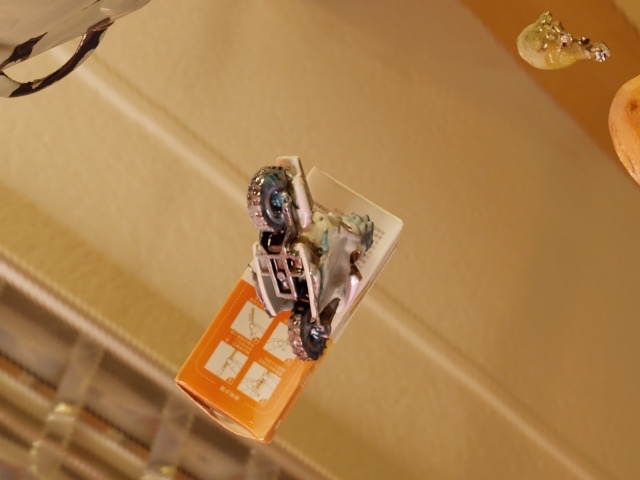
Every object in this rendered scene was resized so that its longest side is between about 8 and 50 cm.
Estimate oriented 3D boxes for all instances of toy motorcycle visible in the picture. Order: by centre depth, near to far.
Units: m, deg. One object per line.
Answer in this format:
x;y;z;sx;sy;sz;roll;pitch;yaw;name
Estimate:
-0.005;0.000;1.712;0.204;0.108;0.239;-42;-40;-47;toy motorcycle

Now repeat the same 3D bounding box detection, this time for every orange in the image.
0.567;-0.171;2.327;0.224;0.170;0.224;60;-179;-2;orange

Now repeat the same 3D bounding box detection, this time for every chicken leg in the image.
0.378;-0.306;2.234;0.070;0.178;0.093;-10;-72;-30;chicken leg

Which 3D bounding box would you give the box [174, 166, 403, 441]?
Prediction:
-0.040;0.097;1.909;0.143;0.225;0.341;31;-97;5;box

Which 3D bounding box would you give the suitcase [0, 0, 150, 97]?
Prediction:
-0.337;-0.318;1.625;0.351;0.339;0.194;-30;-129;-30;suitcase
